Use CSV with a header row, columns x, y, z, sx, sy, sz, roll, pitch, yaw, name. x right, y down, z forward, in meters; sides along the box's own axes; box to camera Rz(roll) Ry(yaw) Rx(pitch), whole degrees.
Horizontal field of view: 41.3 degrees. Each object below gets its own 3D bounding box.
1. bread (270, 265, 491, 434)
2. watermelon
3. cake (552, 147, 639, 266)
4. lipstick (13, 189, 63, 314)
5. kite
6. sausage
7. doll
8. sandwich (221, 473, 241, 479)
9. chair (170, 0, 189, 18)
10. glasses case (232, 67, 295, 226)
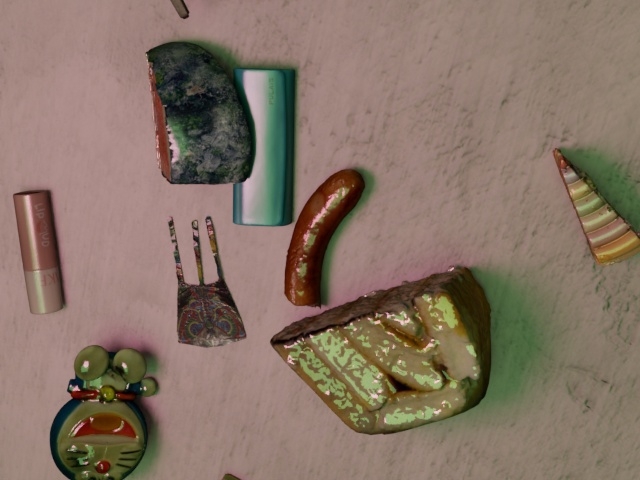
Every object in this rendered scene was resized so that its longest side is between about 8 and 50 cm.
x,y,z,sx,sy,sz,roll,pitch,yaw,name
0.129,0.228,1.577,0.395,0.239,0.264,-21,97,19,bread
-0.268,-0.226,1.607,0.226,0.148,0.318,-41,73,50,watermelon
0.469,-0.056,1.505,0.090,0.109,0.225,-41,91,18,cake
-0.592,0.025,1.784,0.070,0.070,0.254,-2,101,13,lipstick
-0.248,0.086,1.748,0.152,0.015,0.285,-7,100,14,kite
-0.004,-0.003,1.642,0.103,0.076,0.302,20,107,0,sausage
-0.454,0.372,1.774,0.199,0.186,0.321,13,87,-21,doll
-0.172,0.562,1.804,0.116,0.074,0.074,25,104,5,sandwich
-0.245,-0.554,1.499,0.147,0.136,0.270,-21,120,18,chair
-0.113,-0.179,1.634,0.117,0.070,0.300,3,101,12,glasses case
